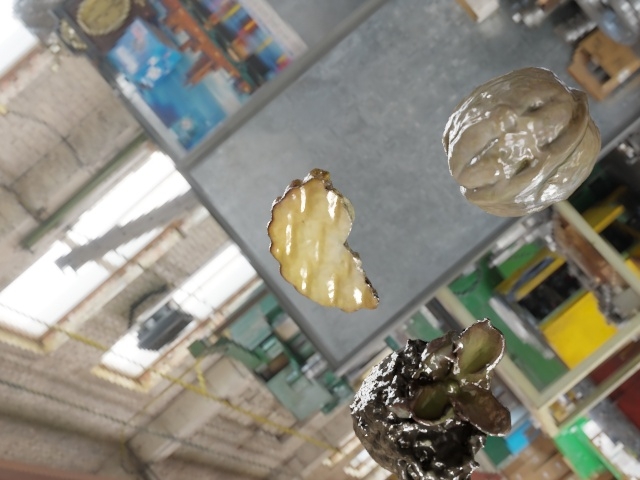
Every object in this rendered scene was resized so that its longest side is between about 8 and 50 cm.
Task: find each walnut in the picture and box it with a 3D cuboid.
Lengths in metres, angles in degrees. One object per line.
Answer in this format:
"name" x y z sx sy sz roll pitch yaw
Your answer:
"walnut" 0.291 -0.140 1.387 0.224 0.224 0.224 50 -179 -1

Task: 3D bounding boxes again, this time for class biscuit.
"biscuit" 0.000 0.000 1.120 0.061 0.118 0.183 -61 -43 -53

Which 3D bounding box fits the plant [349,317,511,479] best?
"plant" 0.147 0.228 1.279 0.178 0.204 0.234 46 157 -6
